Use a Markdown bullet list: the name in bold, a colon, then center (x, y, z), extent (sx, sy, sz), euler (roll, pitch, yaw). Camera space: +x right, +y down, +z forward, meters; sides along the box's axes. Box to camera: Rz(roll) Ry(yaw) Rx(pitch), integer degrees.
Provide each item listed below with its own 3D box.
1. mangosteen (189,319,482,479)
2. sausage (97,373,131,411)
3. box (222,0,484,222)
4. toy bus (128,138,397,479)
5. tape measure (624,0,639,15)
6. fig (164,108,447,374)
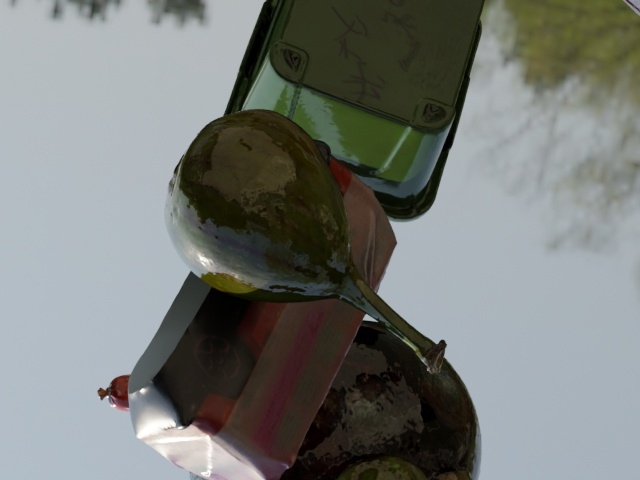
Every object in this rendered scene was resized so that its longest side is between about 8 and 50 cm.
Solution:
- **mangosteen**: center (0.027, 0.249, 2.027), extent (0.306, 0.306, 0.359), euler (1, -138, -28)
- **sausage**: center (-0.171, 0.162, 2.136), extent (0.145, 0.050, 0.048), euler (3, -165, -27)
- **box**: center (0.052, -0.215, 2.177), extent (0.253, 0.178, 0.329), euler (18, -125, -3)
- **toy bus**: center (-0.047, 0.063, 1.717), extent (0.147, 0.303, 0.127), euler (39, 151, -19)
- **tape measure**: center (0.268, -0.287, 1.678), extent (0.260, 0.114, 0.253), euler (51, -178, -11)
- **fig**: center (0.000, 0.000, 1.576), extent (0.259, 0.151, 0.151), euler (29, -164, -8)
